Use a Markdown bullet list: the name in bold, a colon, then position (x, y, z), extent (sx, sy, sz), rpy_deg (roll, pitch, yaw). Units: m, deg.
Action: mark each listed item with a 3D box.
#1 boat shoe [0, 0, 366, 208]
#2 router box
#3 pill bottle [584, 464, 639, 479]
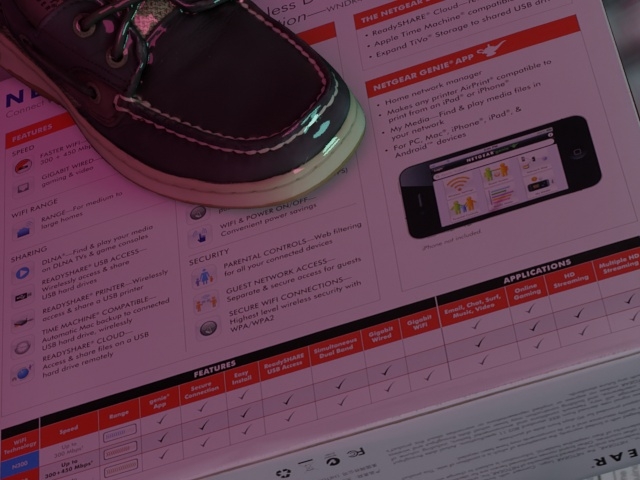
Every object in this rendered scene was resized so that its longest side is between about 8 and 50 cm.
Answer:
- **boat shoe**: position (-0.096, -0.106, 0.917), extent (0.103, 0.092, 0.285), rpy_deg (-43, 48, -15)
- **router box**: position (0.000, 0.000, 0.906), extent (0.335, 0.082, 0.301), rpy_deg (-17, 47, 11)
- **pill bottle**: position (0.153, 0.071, 0.956), extent (0.283, 0.161, 0.161), rpy_deg (-12, 86, 5)
